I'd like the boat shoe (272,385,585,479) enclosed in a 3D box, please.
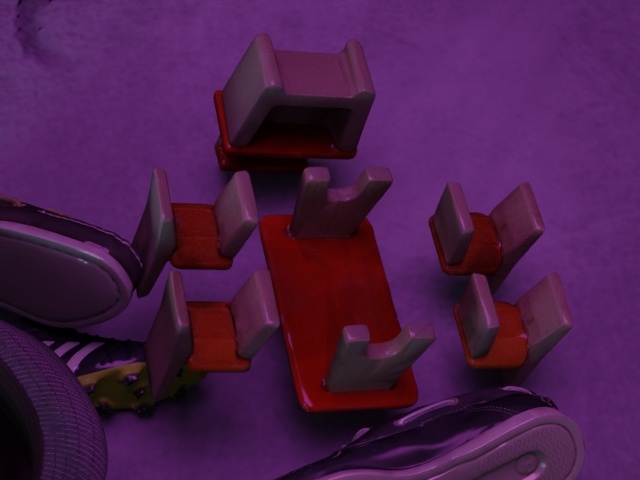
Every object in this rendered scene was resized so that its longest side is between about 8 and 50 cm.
[{"bbox_3d":[0.046,0.152,0.947,0.233,0.084,0.079,-18,28,-10],"label":"boat shoe"}]

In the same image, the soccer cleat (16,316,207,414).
[{"bbox_3d":[-0.164,0.081,0.992,0.179,0.060,0.072,-9,55,-6],"label":"soccer cleat"}]

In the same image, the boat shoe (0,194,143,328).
[{"bbox_3d":[-0.201,0.005,0.995,0.228,0.081,0.069,3,37,35],"label":"boat shoe"}]

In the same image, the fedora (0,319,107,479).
[{"bbox_3d":[-0.244,0.154,0.842,0.275,0.124,0.244,29,54,28],"label":"fedora"}]

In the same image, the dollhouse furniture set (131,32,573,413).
[{"bbox_3d":[0.000,0.000,1.019,0.262,0.135,0.259,1,55,-21],"label":"dollhouse furniture set"}]
